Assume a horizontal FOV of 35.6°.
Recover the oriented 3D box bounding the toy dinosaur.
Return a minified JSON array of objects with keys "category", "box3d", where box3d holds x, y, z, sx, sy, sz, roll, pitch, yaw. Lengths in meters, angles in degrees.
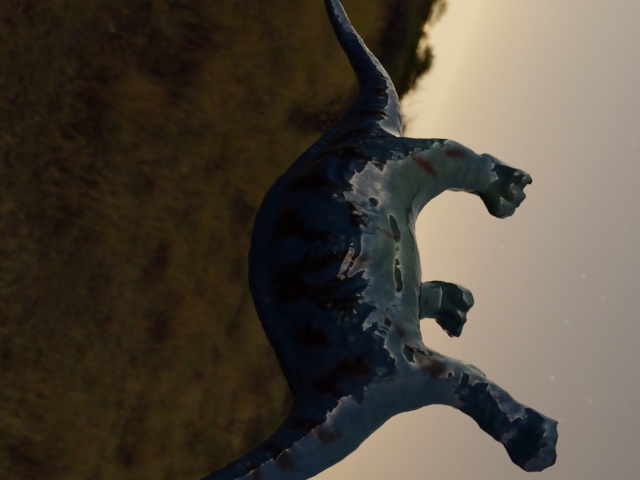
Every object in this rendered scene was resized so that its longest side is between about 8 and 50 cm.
[{"category":"toy dinosaur","box3d":[0.025,0.020,0.414,0.076,0.144,0.329,124,-14,-53]}]
